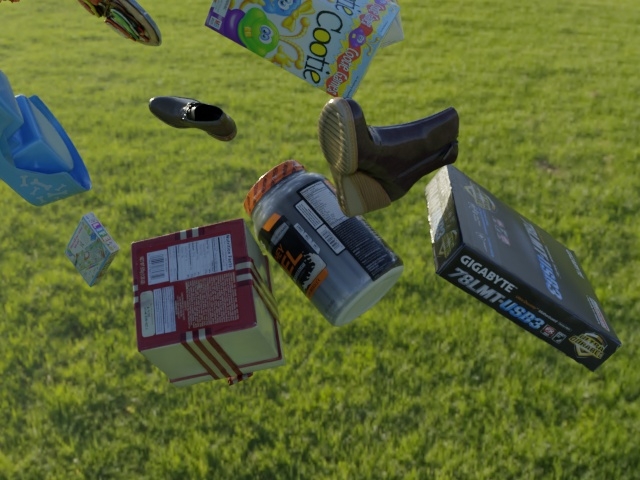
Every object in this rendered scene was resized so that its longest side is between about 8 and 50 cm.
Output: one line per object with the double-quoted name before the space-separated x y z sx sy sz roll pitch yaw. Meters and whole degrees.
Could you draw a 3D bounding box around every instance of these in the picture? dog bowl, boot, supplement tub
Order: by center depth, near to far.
"dog bowl" -0.404 -0.152 1.047 0.074 0.297 0.166 -31 56 -1
"boot" 0.107 -0.154 1.208 0.206 0.248 0.090 -30 57 -12
"supplement tub" 0.000 0.000 1.654 0.193 0.194 0.316 -28 69 -40
"boot" -0.298 -0.299 1.884 0.219 0.082 0.106 18 -12 6

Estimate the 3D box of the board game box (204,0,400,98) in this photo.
"board game box" -0.028 -0.376 1.385 0.275 0.144 0.142 28 38 -2

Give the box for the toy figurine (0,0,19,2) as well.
"toy figurine" -0.616 -0.512 1.618 0.159 0.173 0.130 16 62 17

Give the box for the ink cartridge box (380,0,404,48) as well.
"ink cartridge box" 0.090 -0.526 1.710 0.092 0.218 0.159 -16 55 17

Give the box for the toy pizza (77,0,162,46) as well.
"toy pizza" -0.344 -0.377 1.334 0.201 0.201 0.032 27 78 40

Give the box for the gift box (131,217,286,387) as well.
"gift box" -0.224 0.123 1.563 0.276 0.258 0.255 -9 63 8

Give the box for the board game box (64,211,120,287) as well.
"board game box" -0.499 0.022 1.796 0.103 0.154 0.026 51 46 7

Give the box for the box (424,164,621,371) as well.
"box" 0.303 0.032 1.289 0.293 0.073 0.296 31 25 -12
